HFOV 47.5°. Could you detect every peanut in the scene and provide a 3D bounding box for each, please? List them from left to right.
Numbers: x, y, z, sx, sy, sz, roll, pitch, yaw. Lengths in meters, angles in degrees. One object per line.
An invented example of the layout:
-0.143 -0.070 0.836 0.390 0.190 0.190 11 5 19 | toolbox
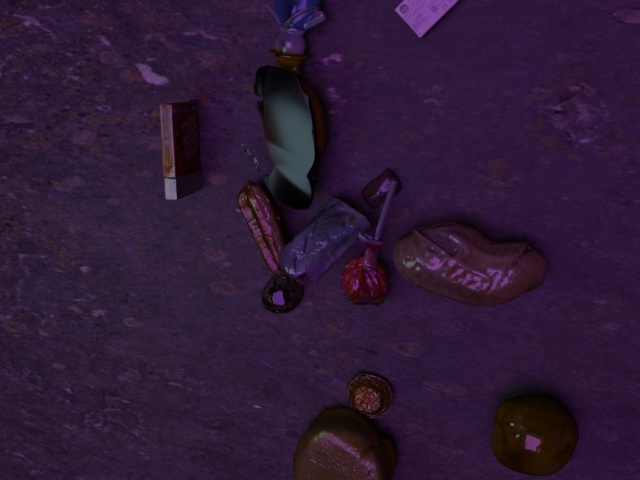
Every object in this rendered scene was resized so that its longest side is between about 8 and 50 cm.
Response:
0.333 0.058 1.665 0.340 0.158 0.174 21 79 7 | peanut

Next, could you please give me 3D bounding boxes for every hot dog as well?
-0.130 -0.027 1.812 0.109 0.072 0.269 0 117 59 | hot dog
-0.069 -0.252 1.737 0.194 0.107 0.325 18 117 22 | hot dog

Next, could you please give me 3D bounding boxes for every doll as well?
-0.060 -0.499 1.674 0.135 0.098 0.240 8 108 -9 | doll

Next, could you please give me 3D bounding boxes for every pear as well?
0.501 0.453 1.694 0.200 0.200 0.199 4 104 16 | pear

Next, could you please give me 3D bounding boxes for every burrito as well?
0.000 0.000 1.728 0.229 0.089 0.144 -47 53 -8 | burrito

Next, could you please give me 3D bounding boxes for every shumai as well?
-0.105 0.144 1.851 0.099 0.087 0.123 36 112 4 | shumai

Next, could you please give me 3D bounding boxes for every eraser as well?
-0.343 -0.224 1.794 0.038 0.157 0.230 3 104 13 | eraser

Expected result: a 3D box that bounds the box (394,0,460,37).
0.239 -0.521 1.604 0.125 0.043 0.089 -41 90 22 | box

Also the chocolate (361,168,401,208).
0.142 -0.122 1.741 0.101 0.031 0.064 -34 87 23 | chocolate

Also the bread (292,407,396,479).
0.056 0.572 1.877 0.270 0.148 0.269 5 105 20 | bread

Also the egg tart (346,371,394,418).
0.123 0.404 1.865 0.131 0.052 0.130 4 106 14 | egg tart

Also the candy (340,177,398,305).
0.129 0.007 1.678 0.124 0.124 0.365 23 132 11 | candy
